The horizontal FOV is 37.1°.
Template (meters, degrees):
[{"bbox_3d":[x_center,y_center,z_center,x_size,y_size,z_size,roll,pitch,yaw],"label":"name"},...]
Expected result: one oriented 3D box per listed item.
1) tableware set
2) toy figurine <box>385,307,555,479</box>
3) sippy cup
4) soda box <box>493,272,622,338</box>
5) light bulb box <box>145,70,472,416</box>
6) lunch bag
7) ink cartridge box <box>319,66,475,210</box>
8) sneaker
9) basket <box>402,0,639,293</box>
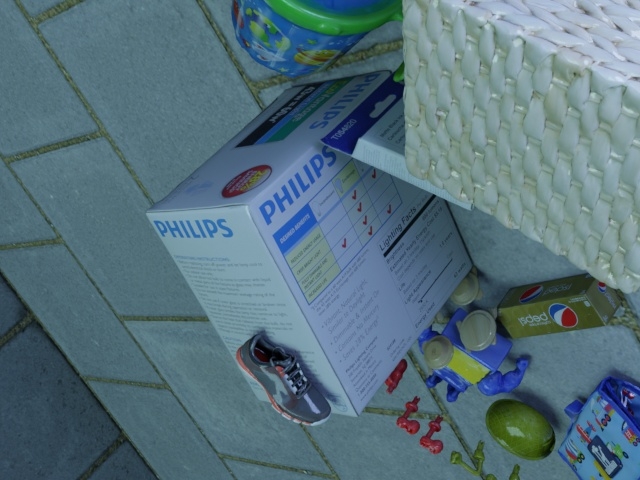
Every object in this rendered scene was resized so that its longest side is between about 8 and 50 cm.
[{"bbox_3d":[0.205,0.128,1.510,0.168,0.141,0.020,-32,144,30],"label":"tableware set"},{"bbox_3d":[0.247,0.226,1.563,0.362,0.191,0.217,35,140,11],"label":"toy figurine"},{"bbox_3d":[-0.013,-0.327,1.218,0.305,0.240,0.224,67,159,9],"label":"sippy cup"},{"bbox_3d":[0.350,0.098,1.420,0.061,0.058,0.181,53,146,-14],"label":"soda box"},{"bbox_3d":[0.000,0.000,1.413,0.225,0.358,0.361,-1,125,43],"label":"light bulb box"},{"bbox_3d":[0.508,0.349,1.491,0.293,0.138,0.221,42,149,26],"label":"lunch bag"},{"bbox_3d":[0.149,-0.156,1.210,0.224,0.223,0.045,25,142,24],"label":"ink cartridge box"},{"bbox_3d":[-0.047,0.188,1.296,0.158,0.061,0.065,37,138,5],"label":"sneaker"},{"bbox_3d":[0.273,-0.176,0.977,0.328,0.266,0.331,31,157,21],"label":"basket"}]
